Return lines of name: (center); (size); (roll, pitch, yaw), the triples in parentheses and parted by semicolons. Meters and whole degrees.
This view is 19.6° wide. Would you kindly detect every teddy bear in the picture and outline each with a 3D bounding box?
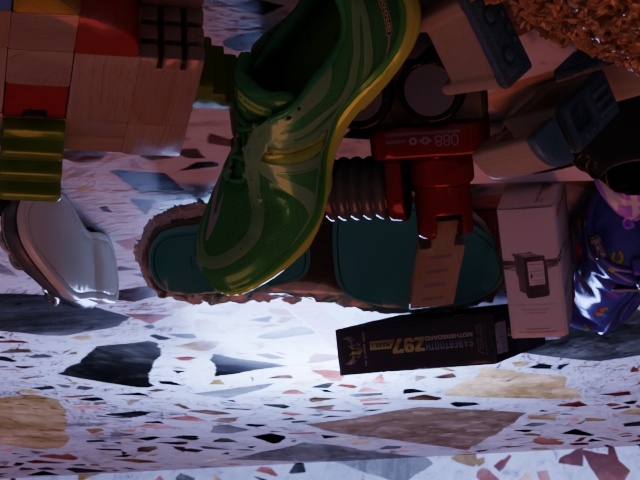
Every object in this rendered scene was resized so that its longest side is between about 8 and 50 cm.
teddy bear: (0.225, -0.162, 1.329); (0.338, 0.113, 0.245); (20, 175, -2)

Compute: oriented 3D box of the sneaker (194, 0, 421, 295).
sneaker: (-0.036, -0.096, 1.470); (0.123, 0.295, 0.109); (12, -159, -46)

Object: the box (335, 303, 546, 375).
box: (0.140, 0.110, 2.106); (0.183, 0.059, 0.233); (-6, 179, 20)

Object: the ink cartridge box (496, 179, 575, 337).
ink cartridge box: (0.229, 0.012, 1.955); (0.063, 0.150, 0.109); (-3, -159, 15)

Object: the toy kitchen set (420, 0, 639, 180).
toy kitchen set: (0.199, -0.166, 1.522); (0.122, 0.166, 0.207); (-14, -160, 41)

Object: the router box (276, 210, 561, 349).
router box: (0.123, 0.056, 2.278); (0.301, 0.082, 0.335); (-5, 163, 15)

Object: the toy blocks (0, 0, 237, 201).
toy blocks: (-0.230, -0.175, 1.363); (0.381, 0.190, 0.261); (2, 152, -11)

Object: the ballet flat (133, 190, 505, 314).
ballet flat: (0.000, 0.000, 2.061); (0.409, 0.147, 0.147); (3, 164, 0)

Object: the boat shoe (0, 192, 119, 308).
boat shoe: (-0.312, 0.020, 2.093); (0.099, 0.116, 0.319); (-7, 168, 8)

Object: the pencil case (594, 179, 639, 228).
pencil case: (0.348, -0.086, 1.718); (0.206, 0.088, 0.086); (-29, 163, 36)

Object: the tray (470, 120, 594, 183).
tray: (0.232, -0.093, 1.858); (0.270, 0.030, 0.145); (-2, 163, 5)

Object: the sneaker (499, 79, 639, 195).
sneaker: (0.239, -0.085, 1.692); (0.083, 0.118, 0.222); (29, 146, -28)

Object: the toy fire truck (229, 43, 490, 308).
toy fire truck: (0.045, -0.043, 1.625); (0.217, 0.246, 0.158); (-4, -169, 11)

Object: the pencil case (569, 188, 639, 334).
pencil case: (0.329, 0.021, 2.072); (0.119, 0.133, 0.306); (-2, 165, -4)
